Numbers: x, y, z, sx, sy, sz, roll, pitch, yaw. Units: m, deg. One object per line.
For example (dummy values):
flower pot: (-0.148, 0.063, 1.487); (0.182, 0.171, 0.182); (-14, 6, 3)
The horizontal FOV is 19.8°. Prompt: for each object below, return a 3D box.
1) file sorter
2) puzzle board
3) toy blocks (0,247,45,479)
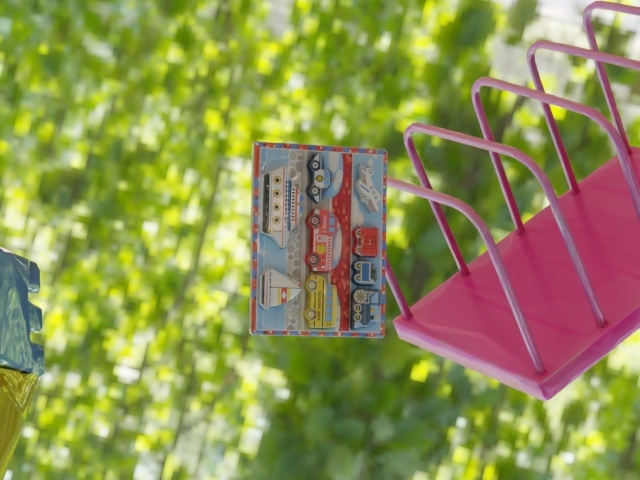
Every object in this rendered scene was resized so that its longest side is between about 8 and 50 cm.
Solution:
file sorter: (0.198, -0.046, 1.497); (0.291, 0.182, 0.202); (-35, -151, -21)
puzzle board: (0.000, 0.000, 1.218); (0.096, 0.128, 0.011); (2, 176, -23)
toy blocks: (-0.184, 0.042, 0.642); (0.191, 0.381, 0.261); (-8, 168, 12)
